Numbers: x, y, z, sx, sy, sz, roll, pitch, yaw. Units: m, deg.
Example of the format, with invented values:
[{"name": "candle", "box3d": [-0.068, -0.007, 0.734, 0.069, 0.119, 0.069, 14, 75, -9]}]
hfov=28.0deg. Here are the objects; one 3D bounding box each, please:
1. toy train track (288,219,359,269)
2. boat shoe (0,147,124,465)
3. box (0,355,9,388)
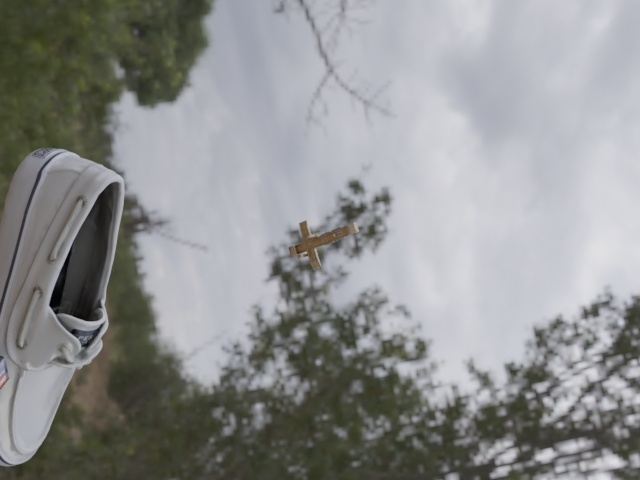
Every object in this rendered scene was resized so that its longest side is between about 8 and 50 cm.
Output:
[{"name": "toy train track", "box3d": [0.000, 0.000, 1.222, 0.083, 0.014, 0.048, -21, -95, 36]}, {"name": "boat shoe", "box3d": [-0.215, 0.063, 1.038, 0.096, 0.088, 0.268, 6, 100, -64]}, {"name": "box", "box3d": [-0.309, 0.127, 0.953, 0.137, 0.094, 0.027, -59, 158, -46]}]
